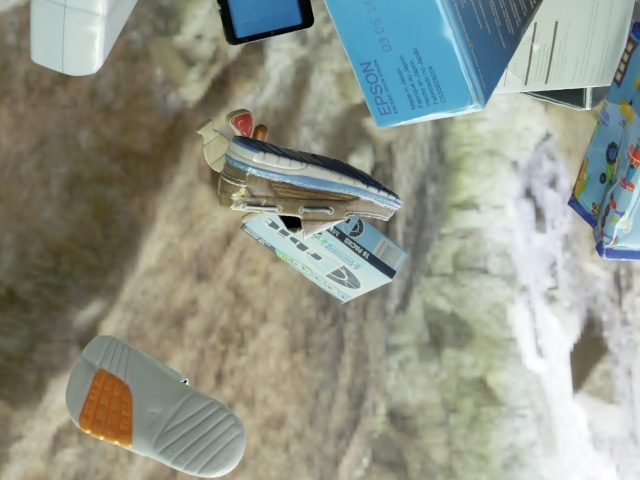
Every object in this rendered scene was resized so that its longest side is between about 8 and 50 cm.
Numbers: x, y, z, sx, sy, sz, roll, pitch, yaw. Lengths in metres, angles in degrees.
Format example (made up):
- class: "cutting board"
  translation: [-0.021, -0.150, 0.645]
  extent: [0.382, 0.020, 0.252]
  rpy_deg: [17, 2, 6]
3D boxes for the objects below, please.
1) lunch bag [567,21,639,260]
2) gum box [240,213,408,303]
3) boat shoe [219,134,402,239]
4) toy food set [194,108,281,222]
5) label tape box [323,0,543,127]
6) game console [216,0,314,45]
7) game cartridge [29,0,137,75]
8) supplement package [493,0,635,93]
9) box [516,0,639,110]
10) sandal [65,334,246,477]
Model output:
- class: "lunch bag"
  translation: [0.449, -0.084, 1.390]
  extent: [0.138, 0.293, 0.221]
  rpy_deg: [-103, 25, -59]
- class: "gum box"
  translation: [0.000, 0.000, 1.486]
  extent: [0.041, 0.157, 0.184]
  rpy_deg: [-56, 7, -19]
- class: "boat shoe"
  translation: [-0.012, -0.039, 1.109]
  extent: [0.066, 0.183, 0.066]
  rpy_deg: [40, 111, 53]
- class: "toy food set"
  translation: [-0.072, -0.079, 1.237]
  extent: [0.019, 0.078, 0.122]
  rpy_deg: [41, 157, 47]
- class: "label tape box"
  translation: [0.104, -0.284, 1.137]
  extent: [0.240, 0.106, 0.333]
  rpy_deg: [66, -146, -24]
- class: "game console"
  translation: [-0.058, -0.298, 1.526]
  extent: [0.071, 0.122, 0.107]
  rpy_deg: [62, 152, 19]
- class: "game cartridge"
  translation: [-0.115, -0.253, 0.771]
  extent: [0.196, 0.060, 0.294]
  rpy_deg: [-71, -1, -51]
- class: "supplement package"
  translation: [0.208, -0.255, 1.455]
  extent: [0.139, 0.244, 0.134]
  rpy_deg: [-108, 16, -51]
- class: "box"
  translation: [0.415, -0.522, 1.948]
  extent: [0.472, 0.297, 0.480]
  rpy_deg: [-33, -47, -38]
- class: "sandal"
  translation: [-0.163, 0.185, 1.342]
  extent: [0.076, 0.265, 0.102]
  rpy_deg: [37, -101, -50]
